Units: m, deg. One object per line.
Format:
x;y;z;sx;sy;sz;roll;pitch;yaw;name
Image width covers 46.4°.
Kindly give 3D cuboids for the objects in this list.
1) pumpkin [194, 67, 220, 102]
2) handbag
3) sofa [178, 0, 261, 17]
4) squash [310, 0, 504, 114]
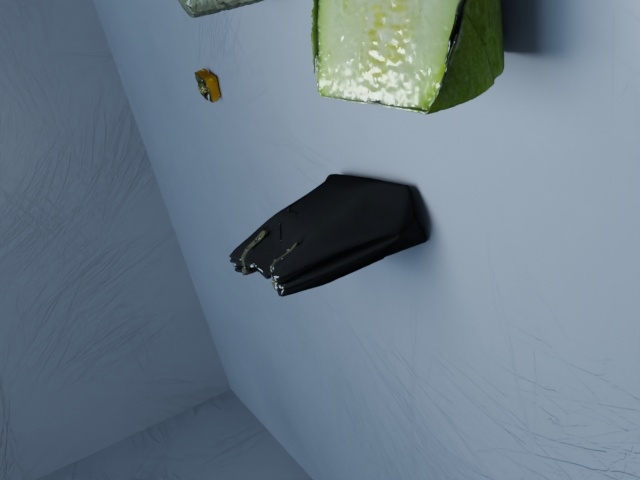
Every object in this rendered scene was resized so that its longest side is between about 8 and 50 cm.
-0.313;-0.424;2.052;0.083;0.054;0.074;40;151;44;pumpkin
0.000;0.000;1.343;0.342;0.288;0.152;18;132;66;handbag
-0.196;-0.551;1.392;0.225;0.210;0.176;58;157;35;sofa
0.096;-0.336;0.855;0.234;0.210;0.309;22;137;45;squash
